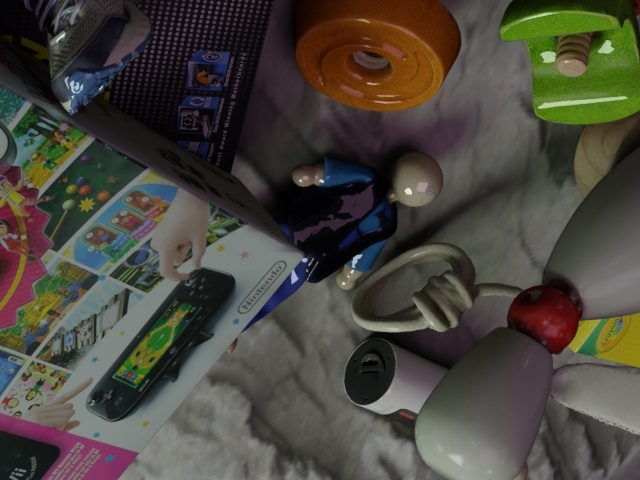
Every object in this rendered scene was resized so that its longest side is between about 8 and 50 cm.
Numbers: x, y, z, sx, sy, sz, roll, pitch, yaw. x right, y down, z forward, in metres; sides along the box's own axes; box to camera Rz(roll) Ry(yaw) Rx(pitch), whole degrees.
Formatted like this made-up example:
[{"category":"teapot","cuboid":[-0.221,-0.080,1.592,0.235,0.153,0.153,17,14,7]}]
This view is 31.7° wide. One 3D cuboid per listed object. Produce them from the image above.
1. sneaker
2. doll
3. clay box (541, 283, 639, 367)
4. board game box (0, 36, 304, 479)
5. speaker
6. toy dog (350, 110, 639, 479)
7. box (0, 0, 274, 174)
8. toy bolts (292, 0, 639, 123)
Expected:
[{"category":"sneaker","cuboid":[-0.109,-0.104,0.488,0.052,0.135,0.058,-40,120,19]},{"category":"doll","cuboid":[0.000,0.000,0.759,0.189,0.046,0.129,-35,140,-4]},{"category":"clay box","cuboid":[0.286,0.045,0.937,0.222,0.053,0.127,14,117,-35]},{"category":"board game box","cuboid":[-0.188,0.014,0.533,0.224,0.097,0.303,-51,135,9]},{"category":"speaker","cuboid":[0.081,0.121,0.890,0.136,0.055,0.055,28,109,-40]},{"category":"toy dog","cuboid":[0.205,0.046,0.771,0.334,0.220,0.161,-35,122,0]},{"category":"box","cuboid":[-0.141,-0.104,0.596,0.216,0.060,0.270,0,124,-28]},{"category":"toy bolts","cuboid":[0.080,-0.192,0.629,0.218,0.158,0.228,0,150,24]}]
